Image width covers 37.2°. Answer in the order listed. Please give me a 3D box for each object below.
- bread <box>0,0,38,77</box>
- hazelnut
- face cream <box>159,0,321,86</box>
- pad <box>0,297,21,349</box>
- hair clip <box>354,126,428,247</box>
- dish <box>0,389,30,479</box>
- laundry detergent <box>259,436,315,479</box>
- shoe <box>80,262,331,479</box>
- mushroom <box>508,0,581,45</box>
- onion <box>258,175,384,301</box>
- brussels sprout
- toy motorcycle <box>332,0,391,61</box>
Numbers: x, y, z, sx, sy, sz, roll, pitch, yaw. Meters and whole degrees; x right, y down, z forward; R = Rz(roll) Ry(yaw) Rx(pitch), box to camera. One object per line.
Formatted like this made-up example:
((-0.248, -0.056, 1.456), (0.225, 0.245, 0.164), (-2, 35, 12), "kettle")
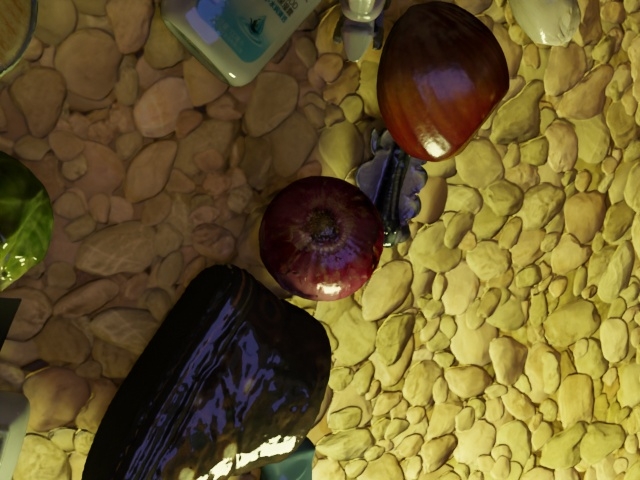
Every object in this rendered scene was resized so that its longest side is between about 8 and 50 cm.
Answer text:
((-0.448, -0.282, 1.065), (0.267, 0.040, 0.267), (7, 79, -38), "bread")
((0.166, -0.228, 1.345), (0.181, 0.181, 0.212), (37, 54, 5), "hazelnut")
((-0.054, -0.371, 1.256), (0.336, 0.080, 0.163), (-50, 120, -9), "face cream")
((-0.440, 0.111, 1.134), (0.127, 0.190, 0.004), (6, 54, -27), "pad")
((0.109, -0.086, 1.413), (0.124, 0.052, 0.195), (9, 91, -33), "hair clip")
((-0.476, 0.255, 1.181), (0.212, 0.077, 0.151), (17, 93, -27), "dish")
((-0.053, 0.366, 1.417), (0.097, 0.061, 0.206), (4, 98, -24), "laundry detergent")
((-0.143, 0.240, 1.286), (0.237, 0.171, 0.384), (36, 76, -23), "shoe")
((0.314, -0.383, 1.431), (0.097, 0.088, 0.212), (-39, 113, 22), "mushroom")
((0.001, -0.003, 1.323), (0.177, 0.153, 0.177), (-1, 100, -8), "onion")
((-0.408, -0.020, 1.120), (0.161, 0.144, 0.180), (55, 40, -32), "brussels sprout")
((0.061, -0.350, 1.265), (0.073, 0.152, 0.225), (10, 115, 4), "toy motorcycle")
